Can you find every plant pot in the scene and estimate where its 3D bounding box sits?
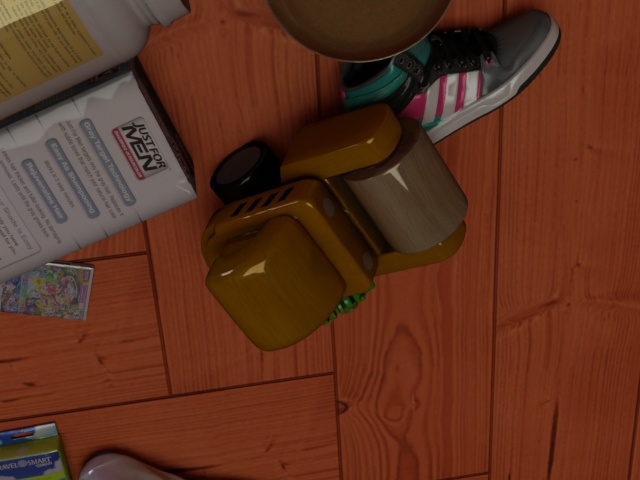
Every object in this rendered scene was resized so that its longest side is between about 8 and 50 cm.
[{"bbox_3d":[0.046,-0.324,1.282,0.236,0.032,0.236,0,87,5],"label":"plant pot"}]

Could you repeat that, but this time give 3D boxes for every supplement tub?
[{"bbox_3d":[-0.333,-0.270,1.177,0.331,0.241,0.241,-25,121,3],"label":"supplement tub"}]

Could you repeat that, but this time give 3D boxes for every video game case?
[{"bbox_3d":[-0.378,0.066,1.491,0.122,0.011,0.087,7,117,-14],"label":"video game case"}]

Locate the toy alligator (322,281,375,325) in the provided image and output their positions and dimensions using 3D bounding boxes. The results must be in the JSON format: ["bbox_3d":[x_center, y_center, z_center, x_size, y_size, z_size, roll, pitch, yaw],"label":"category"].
[{"bbox_3d":[0.039,0.078,1.554,0.189,0.051,0.056,-28,121,5],"label":"toy alligator"}]

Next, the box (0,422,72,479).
[{"bbox_3d":[-0.431,0.362,1.630,0.109,0.042,0.178,-10,121,-6],"label":"box"}]

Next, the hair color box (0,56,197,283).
[{"bbox_3d":[-0.363,-0.077,1.355,0.374,0.114,0.185,-23,121,4],"label":"hair color box"}]

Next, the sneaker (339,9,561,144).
[{"bbox_3d":[0.142,-0.237,1.363,0.295,0.124,0.178,-34,129,10],"label":"sneaker"}]

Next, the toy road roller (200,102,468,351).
[{"bbox_3d":[0.000,0.000,1.352,0.329,0.241,0.202,-16,126,33],"label":"toy road roller"}]

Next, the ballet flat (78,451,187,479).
[{"bbox_3d":[-0.185,0.440,1.669,0.400,0.139,0.139,22,113,-22],"label":"ballet flat"}]
